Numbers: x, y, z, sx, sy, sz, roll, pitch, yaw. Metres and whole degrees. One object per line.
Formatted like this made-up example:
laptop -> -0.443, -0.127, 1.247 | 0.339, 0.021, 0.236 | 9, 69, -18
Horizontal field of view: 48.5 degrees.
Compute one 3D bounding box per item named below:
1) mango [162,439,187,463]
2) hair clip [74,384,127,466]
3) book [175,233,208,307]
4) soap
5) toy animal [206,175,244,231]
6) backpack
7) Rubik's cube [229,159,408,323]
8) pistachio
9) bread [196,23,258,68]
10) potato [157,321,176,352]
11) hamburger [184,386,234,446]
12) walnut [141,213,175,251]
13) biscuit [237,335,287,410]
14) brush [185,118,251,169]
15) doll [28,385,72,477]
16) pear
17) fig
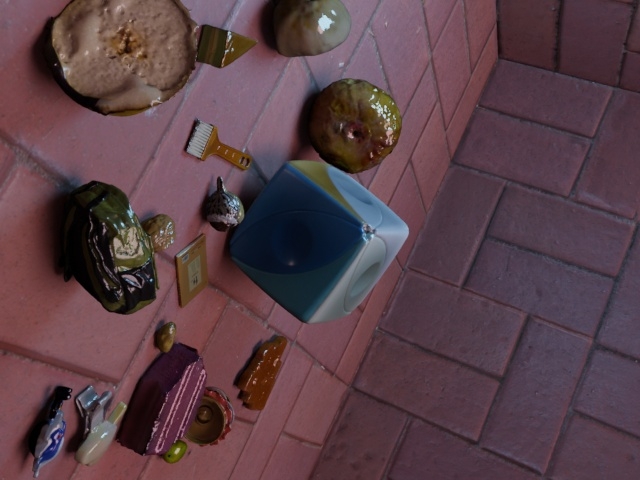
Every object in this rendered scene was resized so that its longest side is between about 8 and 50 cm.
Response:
mango -> -0.422, 0.612, 2.068 | 0.073, 0.056, 0.108 | -63, 161, 0
hair clip -> -0.522, 0.437, 1.670 | 0.159, 0.071, 0.219 | -40, 148, -55
book -> -0.333, 0.080, 1.855 | 0.118, 0.012, 0.172 | -45, 148, -46
soap -> -0.398, 0.411, 1.867 | 0.289, 0.112, 0.182 | -68, 159, -3
toy animal -> -0.251, -0.086, 1.802 | 0.098, 0.098, 0.137 | -52, 136, -37
backpack -> -0.415, 0.013, 1.365 | 0.140, 0.207, 0.253 | -31, 132, -39
Rubik's cube -> 0.000, 0.000, 2.018 | 0.352, 0.352, 0.347 | -57, 159, 16
pistachio -> -0.024, -0.548, 1.828 | 0.197, 0.166, 0.288 | -51, 169, 21
bread -> -0.209, -0.430, 1.607 | 0.139, 0.074, 0.084 | -16, 124, -66
potato -> -0.396, 0.247, 1.817 | 0.045, 0.046, 0.092 | -101, -153, -58
hamburger -> -0.327, 0.506, 2.067 | 0.137, 0.175, 0.175 | -7, 116, -80
walnut -> -0.368, -0.015, 1.604 | 0.096, 0.082, 0.079 | -50, 180, -41
biscuit -> -0.209, 0.480, 2.473 | 0.284, 0.043, 0.306 | -43, 149, -50
brush -> -0.244, -0.226, 1.789 | 0.090, 0.017, 0.314 | -67, 159, 2
doll -> -0.577, 0.409, 1.509 | 0.096, 0.070, 0.195 | -175, -76, -80
pear -> -0.345, -0.312, 1.274 | 0.267, 0.266, 0.178 | -61, -179, -20
fig -> 0.111, -0.387, 2.212 | 0.369, 0.286, 0.286 | -78, 176, -59
